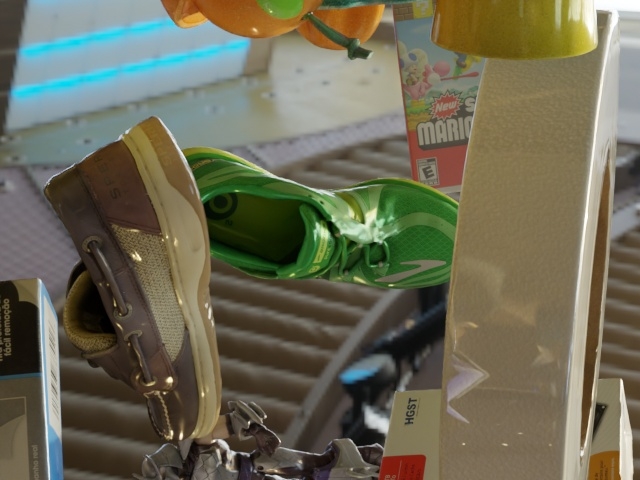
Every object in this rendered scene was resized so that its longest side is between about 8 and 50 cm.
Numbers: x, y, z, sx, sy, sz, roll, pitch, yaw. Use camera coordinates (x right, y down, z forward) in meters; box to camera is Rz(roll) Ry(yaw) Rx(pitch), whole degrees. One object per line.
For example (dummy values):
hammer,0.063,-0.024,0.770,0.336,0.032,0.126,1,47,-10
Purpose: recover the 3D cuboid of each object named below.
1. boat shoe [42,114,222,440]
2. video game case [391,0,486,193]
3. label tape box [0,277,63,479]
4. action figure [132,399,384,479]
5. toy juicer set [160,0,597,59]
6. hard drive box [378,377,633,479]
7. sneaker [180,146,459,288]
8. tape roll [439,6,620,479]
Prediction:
boat shoe,-0.120,0.040,0.825,0.092,0.285,0.103,-17,-125,-15
video game case,0.196,-0.198,1.514,0.204,0.285,0.025,-7,-158,3
label tape box,-0.374,0.173,1.009,0.334,0.240,0.106,-6,159,-6
action figure,-0.066,0.254,1.394,0.285,0.185,0.099,7,-146,-25
toy juicer set,-0.027,-0.135,0.622,0.209,0.089,0.329,-6,-157,-17
hard drive box,0.180,0.233,1.246,0.232,0.089,0.181,-7,-142,17
sneaker,0.000,0.000,1.108,0.295,0.109,0.123,9,-157,-14
tape roll,0.146,0.040,0.846,0.072,0.392,0.392,5,-156,15
